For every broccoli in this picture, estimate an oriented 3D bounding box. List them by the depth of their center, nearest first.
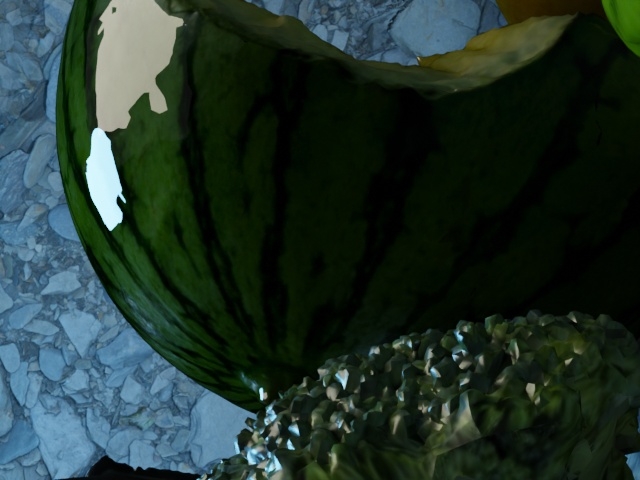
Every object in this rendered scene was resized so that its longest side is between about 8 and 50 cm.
[{"bbox_3d":[0.027,0.135,0.451,0.198,0.176,0.226,61,-143,-58],"label":"broccoli"}]

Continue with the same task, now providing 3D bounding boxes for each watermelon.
[{"bbox_3d":[0.000,0.000,0.610,0.189,0.330,0.331,-55,-13,-24],"label":"watermelon"}]

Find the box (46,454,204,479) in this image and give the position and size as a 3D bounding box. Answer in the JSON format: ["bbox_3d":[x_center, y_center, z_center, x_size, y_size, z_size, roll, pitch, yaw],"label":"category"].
[{"bbox_3d":[-0.067,0.324,0.795,0.204,0.251,0.345,77,-160,-79],"label":"box"}]

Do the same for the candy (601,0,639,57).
[{"bbox_3d":[0.153,-0.137,0.342,0.210,0.096,0.097,-64,-7,-2],"label":"candy"}]

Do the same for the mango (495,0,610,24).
[{"bbox_3d":[0.169,-0.187,0.643,0.317,0.173,0.211,50,-120,-74],"label":"mango"}]
